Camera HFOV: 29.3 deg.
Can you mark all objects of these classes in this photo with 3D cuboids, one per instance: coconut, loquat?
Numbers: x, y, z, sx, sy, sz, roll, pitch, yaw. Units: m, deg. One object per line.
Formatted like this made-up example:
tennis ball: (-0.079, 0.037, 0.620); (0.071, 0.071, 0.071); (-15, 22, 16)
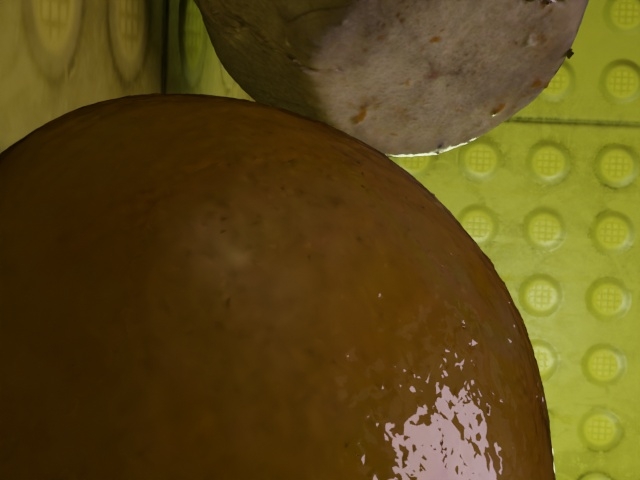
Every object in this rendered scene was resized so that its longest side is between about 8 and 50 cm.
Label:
coconut: (0.049, -0.272, 1.031); (0.346, 0.346, 0.360); (83, -8, -55)
loquat: (-0.031, 0.112, 0.517); (0.328, 0.359, 0.329); (-163, -90, -78)
